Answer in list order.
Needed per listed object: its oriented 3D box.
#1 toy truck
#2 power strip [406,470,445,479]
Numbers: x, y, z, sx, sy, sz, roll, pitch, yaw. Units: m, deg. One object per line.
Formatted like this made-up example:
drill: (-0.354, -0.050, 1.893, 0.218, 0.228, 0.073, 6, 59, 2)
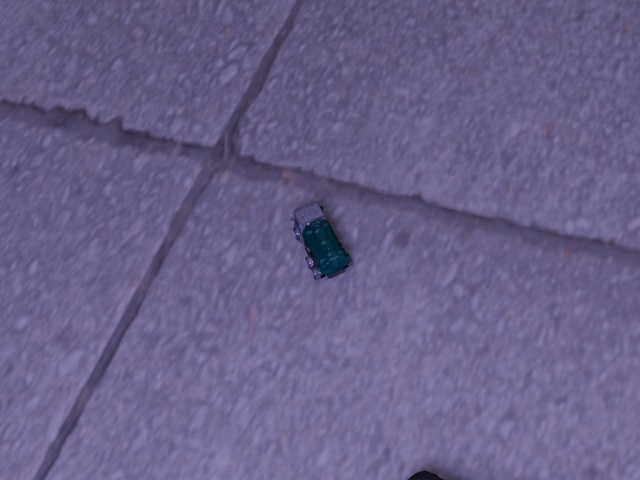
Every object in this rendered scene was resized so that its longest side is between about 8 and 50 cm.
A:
toy truck: (0.000, 0.000, 1.286, 0.039, 0.044, 0.083, -22, 54, -8)
power strip: (0.061, 0.291, 0.987, 0.251, 0.092, 0.257, -40, 29, -19)
